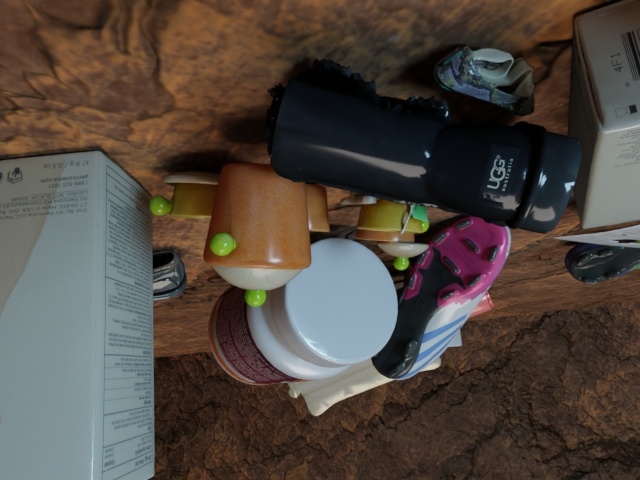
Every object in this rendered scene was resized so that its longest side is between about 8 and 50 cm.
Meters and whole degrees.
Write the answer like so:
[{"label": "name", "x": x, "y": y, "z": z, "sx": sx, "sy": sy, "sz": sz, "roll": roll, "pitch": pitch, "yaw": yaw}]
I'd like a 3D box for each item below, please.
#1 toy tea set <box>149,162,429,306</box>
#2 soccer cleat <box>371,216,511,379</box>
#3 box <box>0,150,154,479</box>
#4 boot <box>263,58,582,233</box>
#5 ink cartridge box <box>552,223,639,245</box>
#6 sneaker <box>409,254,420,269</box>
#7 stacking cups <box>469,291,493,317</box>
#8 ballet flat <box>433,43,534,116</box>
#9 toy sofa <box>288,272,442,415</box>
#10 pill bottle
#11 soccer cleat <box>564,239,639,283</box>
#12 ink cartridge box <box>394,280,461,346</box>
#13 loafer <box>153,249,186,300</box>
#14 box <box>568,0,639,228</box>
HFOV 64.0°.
[{"label": "toy tea set", "x": 0.000, "y": 0.000, "z": 0.549, "sx": 0.336, "sy": 0.124, "sz": 0.200, "roll": 4, "pitch": 180, "yaw": -30}, {"label": "soccer cleat", "x": 0.202, "y": 0.094, "z": 0.856, "sx": 0.143, "sy": 0.116, "sz": 0.331, "roll": 3, "pitch": 126, "yaw": -52}, {"label": "box", "x": -0.245, "y": 0.086, "z": 0.504, "sx": 0.121, "sy": 0.311, "sz": 0.148, "roll": -5, "pitch": 164, "yaw": 1}, {"label": "boot", "x": 0.075, "y": -0.076, "z": 0.428, "sx": 0.207, "sy": 0.094, "sz": 0.246, "roll": 17, "pitch": -168, "yaw": 8}, {"label": "ink cartridge box", "x": 0.567, "y": -0.065, "z": 0.684, "sx": 0.308, "sy": 0.091, "sz": 0.385, "roll": 4, "pitch": 168, "yaw": -32}, {"label": "sneaker", "x": 0.220, "y": 0.045, "z": 0.975, "sx": 0.087, "sy": 0.083, "sz": 0.221, "roll": -23, "pitch": 166, "yaw": 12}, {"label": "stacking cups", "x": 0.181, "y": 0.163, "z": 1.020, "sx": 0.316, "sy": 0.096, "sz": 0.096, "roll": -20, "pitch": 161, "yaw": 11}, {"label": "ballet flat", "x": 0.139, "y": -0.123, "z": 0.393, "sx": 0.114, "sy": 0.041, "sz": 0.041, "roll": 4, "pitch": 162, "yaw": -34}, {"label": "toy sofa", "x": 0.088, "y": 0.239, "z": 1.175, "sx": 0.362, "sy": 0.177, "sz": 0.150, "roll": -27, "pitch": -171, "yaw": 16}, {"label": "pill bottle", "x": -0.047, "y": 0.138, "z": 0.912, "sx": 0.224, "sy": 0.224, "sz": 0.392, "roll": 2, "pitch": 163, "yaw": -25}, {"label": "soccer cleat", "x": 0.617, "y": 0.007, "z": 0.971, "sx": 0.289, "sy": 0.093, "sz": 0.121, "roll": -16, "pitch": -168, "yaw": 22}, {"label": "ink cartridge box", "x": 0.221, "y": 0.208, "z": 1.353, "sx": 0.171, "sy": 0.168, "sz": 0.232, "roll": 7, "pitch": 161, "yaw": -36}, {"label": "loafer", "x": -0.351, "y": 0.055, "z": 0.813, "sx": 0.267, "sy": 0.096, "sz": 0.084, "roll": -8, "pitch": 146, "yaw": -17}, {"label": "box", "x": 0.279, "y": -0.093, "z": 0.441, "sx": 0.113, "sy": 0.094, "sz": 0.275, "roll": -11, "pitch": 164, "yaw": 21}]
